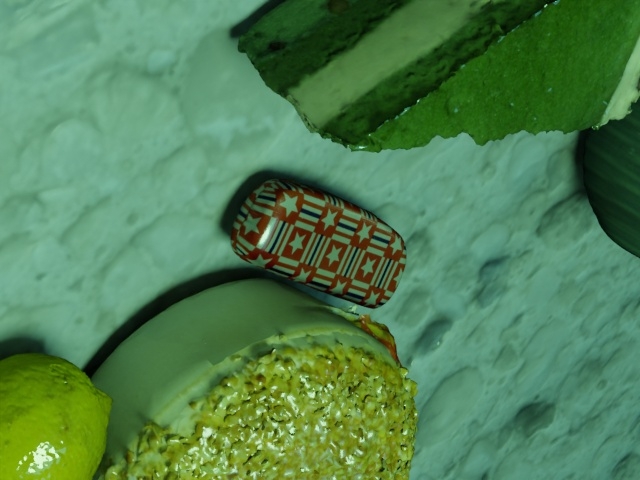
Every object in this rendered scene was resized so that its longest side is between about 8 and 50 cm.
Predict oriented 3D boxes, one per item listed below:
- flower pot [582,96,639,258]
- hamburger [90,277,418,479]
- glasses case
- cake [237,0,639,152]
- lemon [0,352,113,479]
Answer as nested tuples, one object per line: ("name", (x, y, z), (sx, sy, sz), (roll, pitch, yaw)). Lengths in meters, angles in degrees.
("flower pot", (0.336, -0.094, 1.383), (0.243, 0.157, 0.189), (-54, 143, 7))
("hamburger", (-0.052, 0.167, 1.178), (0.294, 0.179, 0.276), (-17, 134, -38))
("glasses case", (0.000, 0.000, 1.194), (0.194, 0.049, 0.073), (24, 92, -54))
("cake", (0.095, -0.126, 1.095), (0.283, 0.158, 0.172), (-36, 144, -17))
("lemon", (-0.202, 0.134, 1.048), (0.133, 0.109, 0.109), (-33, 142, -11))
